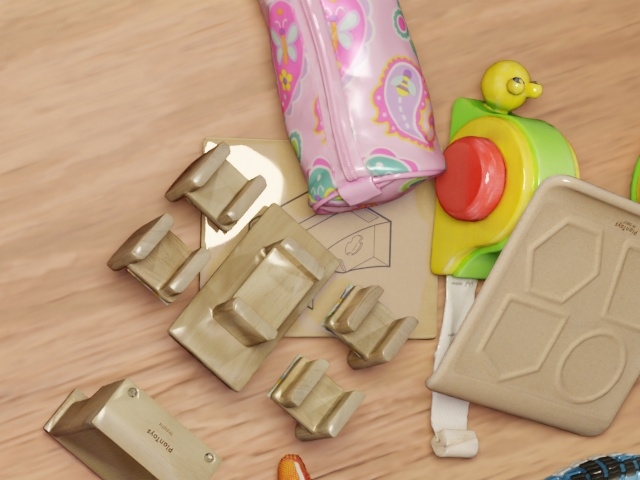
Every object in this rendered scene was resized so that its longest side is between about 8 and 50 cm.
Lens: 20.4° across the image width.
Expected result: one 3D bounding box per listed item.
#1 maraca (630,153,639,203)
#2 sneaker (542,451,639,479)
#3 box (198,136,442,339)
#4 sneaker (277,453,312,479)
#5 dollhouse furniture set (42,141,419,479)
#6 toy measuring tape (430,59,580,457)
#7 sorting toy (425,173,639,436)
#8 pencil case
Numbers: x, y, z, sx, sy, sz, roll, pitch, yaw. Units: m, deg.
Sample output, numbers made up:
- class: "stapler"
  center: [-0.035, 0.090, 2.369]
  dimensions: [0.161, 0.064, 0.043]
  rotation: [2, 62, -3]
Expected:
- class: "maraca"
  center: [0.316, -0.033, 1.484]
  dimensions: [0.127, 0.099, 0.186]
  rotation: [17, 113, -5]
- class: "sneaker"
  center: [0.202, 0.240, 1.483]
  dimensions: [0.190, 0.071, 0.083]
  rotation: [-23, 99, 1]
- class: "box"
  center: [0.000, 0.000, 1.478]
  dimensions: [0.201, 0.021, 0.164]
  rotation: [2, 89, -8]
- class: "sneaker"
  center: [-0.022, 0.262, 1.452]
  dimensions: [0.067, 0.064, 0.175]
  rotation: [-7, 87, 3]
- class: "dollhouse furniture set"
  center: [-0.089, 0.086, 1.414]
  dimensions: [0.212, 0.161, 0.242]
  rotation: [42, 70, -10]
- class: "toy measuring tape"
  center: [0.148, 0.017, 1.443]
  dimensions: [0.121, 0.121, 0.330]
  rotation: [5, 89, -7]
- class: "sorting toy"
  center: [0.201, 0.054, 1.428]
  dimensions: [0.193, 0.038, 0.208]
  rotation: [19, 110, -34]
- class: "pencil case"
  center: [0.010, -0.166, 1.420]
  dimensions: [0.124, 0.124, 0.284]
  rotation: [-15, 85, -7]
